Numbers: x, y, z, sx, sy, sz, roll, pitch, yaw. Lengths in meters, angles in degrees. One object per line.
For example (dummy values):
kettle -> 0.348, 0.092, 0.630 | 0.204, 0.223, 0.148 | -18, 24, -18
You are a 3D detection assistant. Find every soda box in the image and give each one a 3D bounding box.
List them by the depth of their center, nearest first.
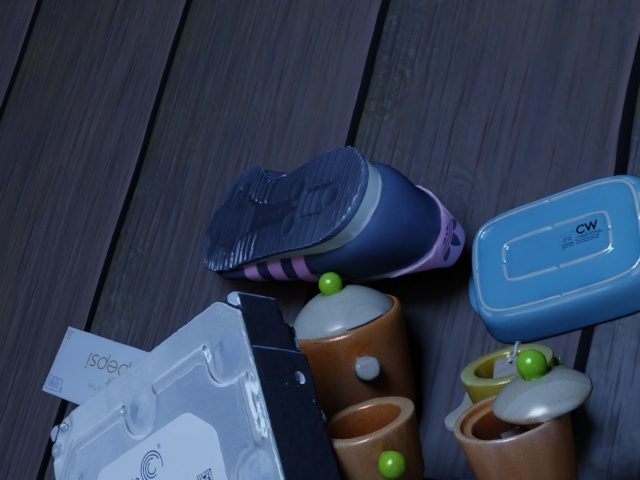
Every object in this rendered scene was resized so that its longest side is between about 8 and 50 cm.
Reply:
soda box -> -0.158, 0.141, 1.171 | 0.216, 0.074, 0.069 | 12, 77, 42

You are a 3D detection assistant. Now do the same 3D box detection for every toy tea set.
toy tea set -> 0.059, 0.096, 0.908 | 0.336, 0.200, 0.124 | -6, 108, 44

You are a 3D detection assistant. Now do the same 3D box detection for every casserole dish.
casserole dish -> 0.190, 0.011, 0.980 | 0.188, 0.037, 0.114 | -19, 57, 30

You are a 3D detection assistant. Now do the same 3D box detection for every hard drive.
hard drive -> -0.075, 0.235, 0.864 | 0.237, 0.064, 0.338 | -36, 56, 33

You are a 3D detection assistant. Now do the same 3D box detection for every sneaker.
sneaker -> 0.000, 0.000, 1.103 | 0.319, 0.131, 0.112 | -1, 67, 64

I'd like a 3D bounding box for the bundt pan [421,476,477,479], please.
bundt pan -> 0.072, 0.309, 0.860 | 0.331, 0.124, 0.330 | -19, 57, 32
